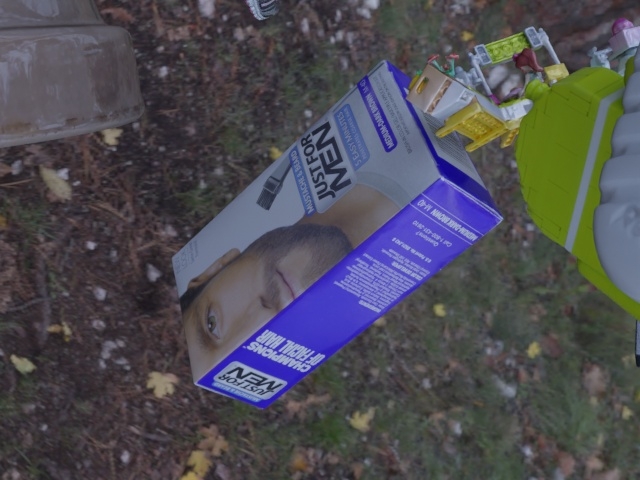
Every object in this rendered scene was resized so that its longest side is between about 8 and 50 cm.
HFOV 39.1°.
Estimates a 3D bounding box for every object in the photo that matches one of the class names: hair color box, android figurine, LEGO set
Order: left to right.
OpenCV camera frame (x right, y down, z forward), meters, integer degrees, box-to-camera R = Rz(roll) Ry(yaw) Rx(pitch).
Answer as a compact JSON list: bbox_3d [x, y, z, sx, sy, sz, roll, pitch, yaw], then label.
[{"bbox_3d":[0.000,0.000,0.931,0.110,0.185,0.339,27,121,-39],"label":"hair color box"},{"bbox_3d":[0.171,-0.164,0.871,0.286,0.132,0.107,-13,72,-29],"label":"LEGO set"},{"bbox_3d":[0.265,-0.040,0.752,0.056,0.273,0.248,-28,138,-25],"label":"android figurine"}]

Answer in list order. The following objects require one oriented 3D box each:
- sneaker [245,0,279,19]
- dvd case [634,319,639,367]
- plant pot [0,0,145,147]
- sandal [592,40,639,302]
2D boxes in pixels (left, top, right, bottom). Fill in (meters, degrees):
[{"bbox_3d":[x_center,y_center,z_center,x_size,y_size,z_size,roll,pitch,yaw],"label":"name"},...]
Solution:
[{"bbox_3d":[-0.070,-0.349,1.211,0.170,0.074,0.063,38,36,-76],"label":"sneaker"},{"bbox_3d":[0.501,0.078,1.067,0.179,0.238,0.030,-68,147,-43],"label":"dvd case"},{"bbox_3d":[-0.242,-0.167,0.503,0.263,0.263,0.230,-13,106,-36],"label":"plant pot"},{"bbox_3d":[0.299,-0.138,0.578,0.102,0.169,0.416,34,85,-43],"label":"sandal"}]
